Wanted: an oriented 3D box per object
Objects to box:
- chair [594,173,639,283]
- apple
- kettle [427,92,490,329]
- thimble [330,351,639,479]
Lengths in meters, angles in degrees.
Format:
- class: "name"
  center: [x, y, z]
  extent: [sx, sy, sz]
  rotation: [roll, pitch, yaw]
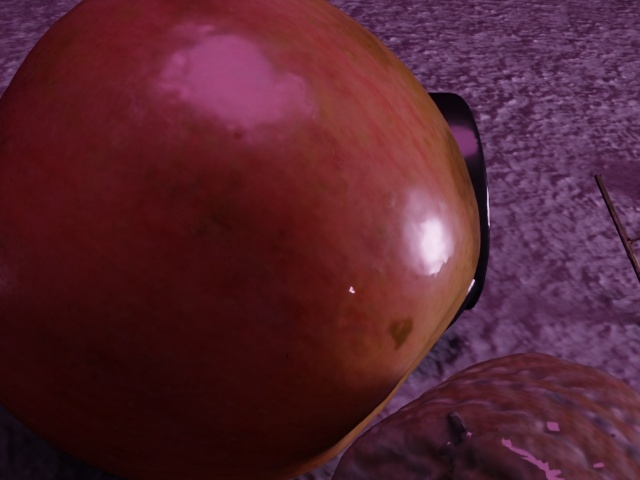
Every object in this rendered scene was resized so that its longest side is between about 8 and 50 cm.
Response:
- class: "chair"
  center: [0.387, 0.031, 1.365]
  extent: [0.160, 0.170, 0.325]
  rotation: [5, 54, -24]
- class: "apple"
  center: [-0.068, -0.001, 0.979]
  extent: [0.364, 0.364, 0.364]
  rotation: [9, 22, -4]
- class: "kettle"
  center: [-0.003, -0.006, 1.285]
  extent: [0.271, 0.250, 0.207]
  rotation: [-2, -7, -9]
- class: "thimble"
  center: [0.121, 0.184, 0.830]
  extent: [0.229, 0.196, 0.148]
  rotation: [51, 39, 14]
